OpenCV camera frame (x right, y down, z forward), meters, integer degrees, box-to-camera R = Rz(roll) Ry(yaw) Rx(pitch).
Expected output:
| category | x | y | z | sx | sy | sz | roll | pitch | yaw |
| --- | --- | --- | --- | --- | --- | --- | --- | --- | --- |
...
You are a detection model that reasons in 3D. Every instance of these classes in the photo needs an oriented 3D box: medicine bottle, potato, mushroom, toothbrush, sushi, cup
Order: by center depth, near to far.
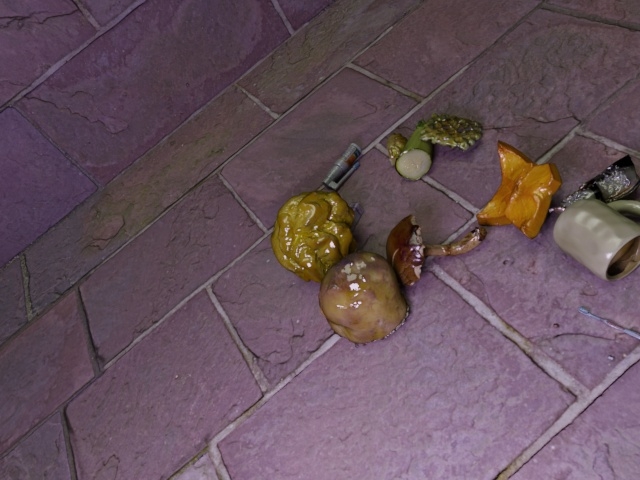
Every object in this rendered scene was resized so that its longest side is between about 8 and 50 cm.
| category | x | y | z | sx | sy | sz | roll | pitch | yaw |
| --- | --- | --- | --- | --- | --- | --- | --- | --- | --- |
| toothbrush | 0.767 | 0.220 | 1.439 | 0.013 | 0.019 | 0.193 | -48 | 45 | -13 |
| cup | 0.800 | -0.036 | 1.519 | 0.255 | 0.173 | 0.202 | -45 | 43 | 6 |
| sushi | 0.824 | -0.124 | 1.644 | 0.273 | 0.134 | 0.109 | -32 | 70 | -5 |
| potato | 0.101 | 0.162 | 1.736 | 0.288 | 0.237 | 0.301 | -53 | 46 | -4 |
| mushroom | 0.352 | 0.051 | 1.779 | 0.302 | 0.232 | 0.208 | 17 | 36 | 17 |
| medicine bottle | 0.099 | -0.307 | 2.317 | 0.092 | 0.061 | 0.220 | 33 | 75 | 26 |

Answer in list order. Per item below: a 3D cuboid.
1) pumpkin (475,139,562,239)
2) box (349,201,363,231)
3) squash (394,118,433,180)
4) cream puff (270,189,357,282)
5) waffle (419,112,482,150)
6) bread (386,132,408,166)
| category | x | y | z | sx | sy | sz | roll | pitch | yaw |
| --- | --- | --- | --- | --- | --- | --- | --- | --- | --- |
| pumpkin | 0.626 | -0.161 | 1.732 | 0.258 | 0.095 | 0.290 | 24 | 97 | 59 |
| box | 0.120 | -0.089 | 2.112 | 0.036 | 0.050 | 0.117 | 4 | 56 | 44 |
| squash | 0.398 | -0.371 | 2.142 | 0.137 | 0.137 | 0.287 | 2 | 47 | 34 |
| cream puff | 0.001 | -0.001 | 1.933 | 0.324 | 0.291 | 0.257 | -46 | 49 | 6 |
| waffle | 0.504 | -0.423 | 2.096 | 0.224 | 0.054 | 0.204 | 19 | 44 | 21 |
| bread | 0.316 | -0.369 | 2.219 | 0.094 | 0.083 | 0.157 | 13 | 60 | 26 |
